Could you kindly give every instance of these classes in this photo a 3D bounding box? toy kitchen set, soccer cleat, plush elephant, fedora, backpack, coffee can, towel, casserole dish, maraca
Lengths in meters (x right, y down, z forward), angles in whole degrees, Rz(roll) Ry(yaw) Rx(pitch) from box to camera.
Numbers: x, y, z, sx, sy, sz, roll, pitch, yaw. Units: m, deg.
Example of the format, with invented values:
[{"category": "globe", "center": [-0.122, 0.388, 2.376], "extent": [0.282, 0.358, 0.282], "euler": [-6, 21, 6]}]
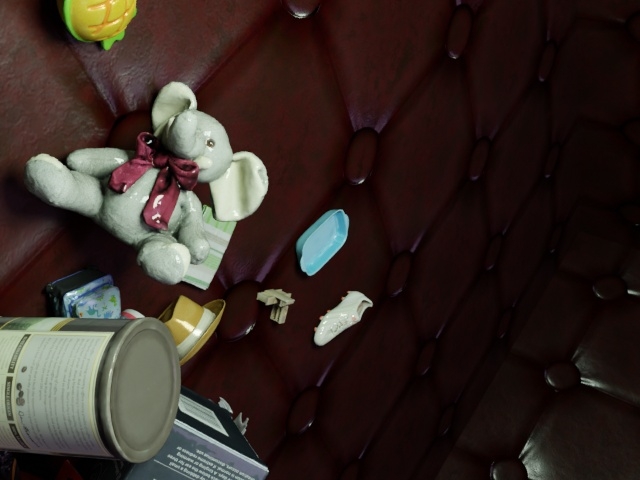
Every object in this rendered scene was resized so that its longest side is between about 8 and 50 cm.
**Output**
[{"category": "toy kitchen set", "center": [-0.098, 0.159, 1.712], "extent": [0.083, 0.068, 0.075], "euler": [-4, 112, -54]}, {"category": "soccer cleat", "center": [0.058, 0.205, 1.960], "extent": [0.196, 0.076, 0.068], "euler": [-45, 141, -32]}, {"category": "plush elephant", "center": [-0.237, -0.107, 1.186], "extent": [0.255, 0.271, 0.330], "euler": [-54, 176, 3]}, {"category": "fedora", "center": [-0.265, 0.161, 1.414], "extent": [0.079, 0.194, 0.194], "euler": [44, 66, -16]}, {"category": "backpack", "center": [-0.388, 0.116, 1.249], "extent": [0.105, 0.084, 0.114], "euler": [-29, 134, -42]}, {"category": "coffee can", "center": [-0.373, 0.211, 1.094], "extent": [0.201, 0.275, 0.202], "euler": [-1, 90, -73]}, {"category": "towel", "center": [-0.230, 0.015, 1.484], "extent": [0.113, 0.023, 0.152], "euler": [34, 78, -59]}, {"category": "casserole dish", "center": [0.000, 0.000, 1.794], "extent": [0.188, 0.037, 0.114], "euler": [-45, 141, -33]}, {"category": "maraca", "center": [-0.314, -0.341, 1.084], "extent": [0.127, 0.099, 0.185], "euler": [-58, 172, 2]}]

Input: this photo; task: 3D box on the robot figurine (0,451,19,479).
[{"category": "robot figurine", "center": [-0.569, 0.367, 1.128], "extent": [0.211, 0.085, 0.291], "euler": [-49, 143, -26]}]

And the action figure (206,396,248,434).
[{"category": "action figure", "center": [-0.270, 0.406, 1.557], "extent": [0.285, 0.099, 0.185], "euler": [20, 105, -49]}]

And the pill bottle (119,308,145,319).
[{"category": "pill bottle", "center": [-0.373, 0.213, 1.306], "extent": [0.180, 0.107, 0.108], "euler": [-41, 139, -36]}]

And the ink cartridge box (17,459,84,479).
[{"category": "ink cartridge box", "center": [-0.494, 0.478, 1.244], "extent": [0.078, 0.134, 0.231], "euler": [37, 75, -32]}]

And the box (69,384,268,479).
[{"category": "box", "center": [-0.308, 0.466, 1.289], "extent": [0.212, 0.293, 0.396], "euler": [34, 85, -20]}]
